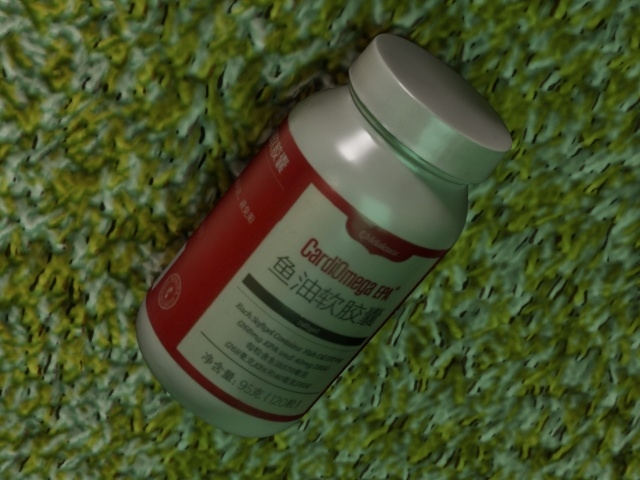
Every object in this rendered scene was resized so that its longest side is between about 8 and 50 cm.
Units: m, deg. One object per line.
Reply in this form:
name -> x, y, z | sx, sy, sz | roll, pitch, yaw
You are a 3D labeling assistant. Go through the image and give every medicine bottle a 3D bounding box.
medicine bottle -> 0.000, 0.000, 1.052 | 0.131, 0.131, 0.250 | 29, 115, -26
